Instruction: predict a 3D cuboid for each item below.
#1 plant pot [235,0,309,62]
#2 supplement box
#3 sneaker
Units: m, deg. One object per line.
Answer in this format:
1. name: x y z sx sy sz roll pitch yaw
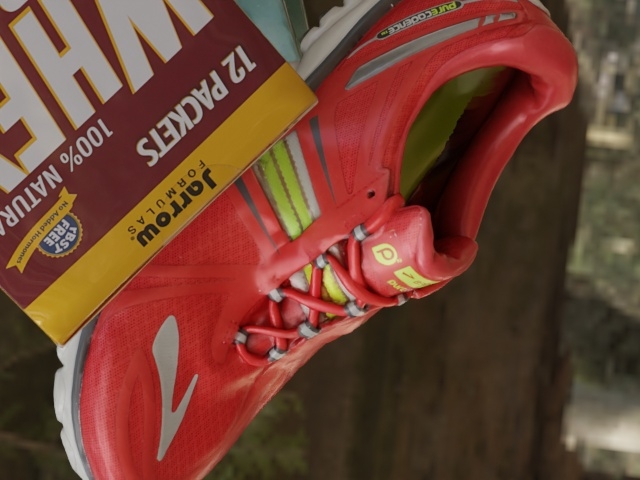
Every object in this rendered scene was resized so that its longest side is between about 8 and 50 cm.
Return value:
1. plant pot: -0.115 -0.165 1.341 0.293 0.196 0.293 -14 -90 -85
2. supplement box: -0.135 -0.094 0.734 0.191 0.129 0.194 48 175 -27
3. sneaker: 0.000 0.000 0.811 0.279 0.118 0.107 -52 -47 -7
